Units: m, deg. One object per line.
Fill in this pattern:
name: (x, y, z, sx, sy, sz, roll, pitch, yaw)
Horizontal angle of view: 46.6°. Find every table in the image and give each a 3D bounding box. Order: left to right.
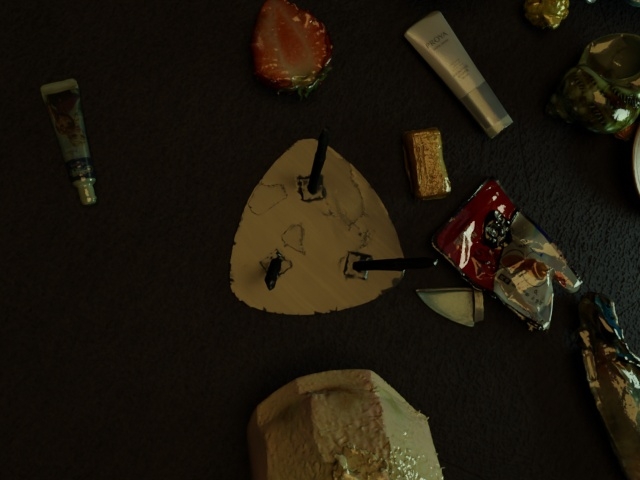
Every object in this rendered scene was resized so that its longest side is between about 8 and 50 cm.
table: (0.000, 0.000, 1.185, 0.318, 0.249, 0.317, 1, 86, -11)

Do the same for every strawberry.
strawberry: (-0.059, -0.329, 1.281, 0.147, 0.082, 0.187, -19, 84, -17)

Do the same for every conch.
conch: (0.513, -0.281, 1.368, 0.182, 0.124, 0.187, -1, 63, -2)

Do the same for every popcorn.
popcorn: (0.426, -0.432, 1.386, 0.084, 0.084, 0.084, 1, 87, -11)

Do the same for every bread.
bread: (0.189, -0.137, 1.329, 0.074, 0.053, 0.132, -12, 89, -7)

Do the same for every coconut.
coconut: (0.036, 0.352, 1.156, 0.298, 0.309, 0.297, -6, 128, -8)

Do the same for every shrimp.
shrimp: (0.598, 0.292, 1.361, 0.221, 0.110, 0.445, -32, 96, -17)

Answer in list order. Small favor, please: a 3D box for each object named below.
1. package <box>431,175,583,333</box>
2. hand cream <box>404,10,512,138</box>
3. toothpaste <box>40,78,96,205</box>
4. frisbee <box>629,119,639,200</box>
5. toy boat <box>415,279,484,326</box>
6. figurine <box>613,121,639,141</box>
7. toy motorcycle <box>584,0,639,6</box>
package: (0.345, 0.033, 1.342, 0.269, 0.071, 0.194, 42, 60, 4)
hand cream: (0.253, -0.300, 1.352, 0.079, 0.048, 0.255, -38, 93, -9)
toothpaste: (-0.408, -0.161, 1.227, 0.062, 0.037, 0.216, -15, 85, -10)
frisbee: (0.681, -0.154, 1.413, 0.251, 0.021, 0.250, -1, 93, -22)
toy boat: (0.231, 0.109, 1.338, 0.122, 0.034, 0.096, -3, 84, -2)
figurine: (0.610, -0.197, 1.419, 0.109, 0.047, 0.064, 27, 53, -14)
toy motorcycle: (0.572, -0.596, 1.343, 0.241, 0.182, 0.319, 20, 92, -28)
